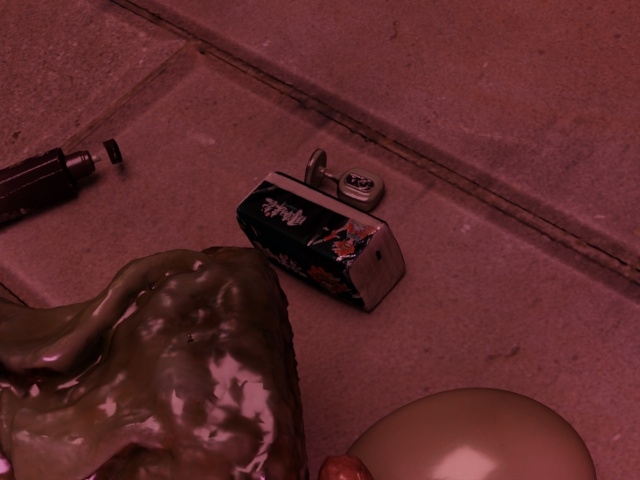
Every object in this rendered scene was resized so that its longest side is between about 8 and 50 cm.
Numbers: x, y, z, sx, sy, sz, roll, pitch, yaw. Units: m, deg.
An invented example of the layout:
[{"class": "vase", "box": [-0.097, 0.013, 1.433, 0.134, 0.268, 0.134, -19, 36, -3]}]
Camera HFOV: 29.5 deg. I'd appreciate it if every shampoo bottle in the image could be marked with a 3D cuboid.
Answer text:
[{"class": "shampoo bottle", "box": [-0.369, -0.073, 1.560, 0.236, 0.067, 0.068, -23, 40, -2]}]

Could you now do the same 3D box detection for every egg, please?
[{"class": "egg", "box": [0.123, 0.226, 1.079, 0.241, 0.186, 0.186, -15, 49, 9]}]

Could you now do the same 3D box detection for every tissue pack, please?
[{"class": "tissue pack", "box": [-0.001, 0.000, 1.360, 0.170, 0.103, 0.090, 28, 68, 34]}]

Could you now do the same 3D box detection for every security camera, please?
[{"class": "security camera", "box": [0.031, -0.071, 1.449, 0.092, 0.058, 0.058, 18, 58, 19]}]

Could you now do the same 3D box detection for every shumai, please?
[{"class": "shumai", "box": [-0.178, 0.190, 1.047, 0.348, 0.395, 0.395, -9, 48, -8]}]

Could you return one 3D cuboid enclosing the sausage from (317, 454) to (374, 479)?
[{"class": "sausage", "box": [0.086, 0.299, 0.978, 0.078, 0.304, 0.078, -36, 13, 10]}]
